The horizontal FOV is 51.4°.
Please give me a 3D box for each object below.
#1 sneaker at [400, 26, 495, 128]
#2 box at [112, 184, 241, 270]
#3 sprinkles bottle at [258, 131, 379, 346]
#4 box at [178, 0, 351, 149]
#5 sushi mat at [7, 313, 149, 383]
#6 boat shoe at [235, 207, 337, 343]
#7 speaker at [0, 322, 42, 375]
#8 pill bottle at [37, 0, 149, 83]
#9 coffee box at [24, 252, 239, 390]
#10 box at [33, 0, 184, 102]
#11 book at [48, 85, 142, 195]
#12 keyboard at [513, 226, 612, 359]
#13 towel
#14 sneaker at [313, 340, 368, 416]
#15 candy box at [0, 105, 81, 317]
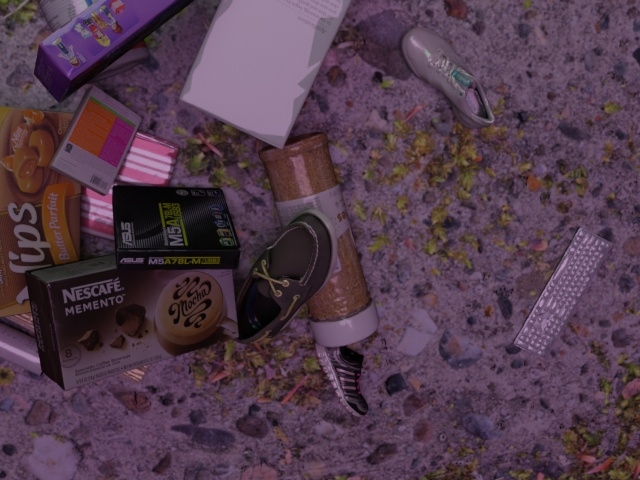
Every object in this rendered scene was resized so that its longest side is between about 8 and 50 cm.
[{"bbox_3d":[0.224,-0.276,1.119,0.080,0.094,0.212,-45,102,6],"label":"sneaker"},{"bbox_3d":[-0.234,-0.023,1.058,0.184,0.191,0.045,3,123,-20],"label":"box"},{"bbox_3d":[0.000,0.000,1.139,0.121,0.121,0.356,-17,103,-2],"label":"sprinkles bottle"},{"bbox_3d":[-0.064,-0.335,1.014,0.168,0.215,0.346,25,99,-11],"label":"box"},{"bbox_3d":[-0.423,0.122,1.173,0.316,0.019,0.152,31,98,-11],"label":"sushi mat"},{"bbox_3d":[-0.066,0.070,1.081,0.109,0.091,0.305,47,136,16],"label":"boat shoe"},{"bbox_3d":[-0.535,0.182,1.154,0.136,0.055,0.055,28,98,-11],"label":"speaker"},{"bbox_3d":[-0.365,-0.365,1.023,0.124,0.124,0.222,-23,103,-1],"label":"pill bottle"},{"bbox_3d":[-0.293,0.104,1.064,0.297,0.118,0.168,-12,104,-36],"label":"coffee box"},{"bbox_3d":[-0.250,-0.308,0.900,0.293,0.201,0.057,-45,110,-17],"label":"box"},{"bbox_3d":[-0.353,-0.157,1.056,0.096,0.035,0.144,32,69,-34],"label":"book"},{"bbox_3d":[0.459,0.102,1.265,0.072,0.014,0.256,26,98,-11],"label":"keyboard"},{"bbox_3d":[-0.336,-0.093,1.134,0.144,0.029,0.197,18,100,-12],"label":"towel"},{"bbox_3d":[0.055,0.246,1.226,0.074,0.063,0.171,-28,99,6],"label":"sneaker"},{"bbox_3d":[-0.472,-0.046,1.033,0.087,0.182,0.317,9,99,34],"label":"candy box"}]
